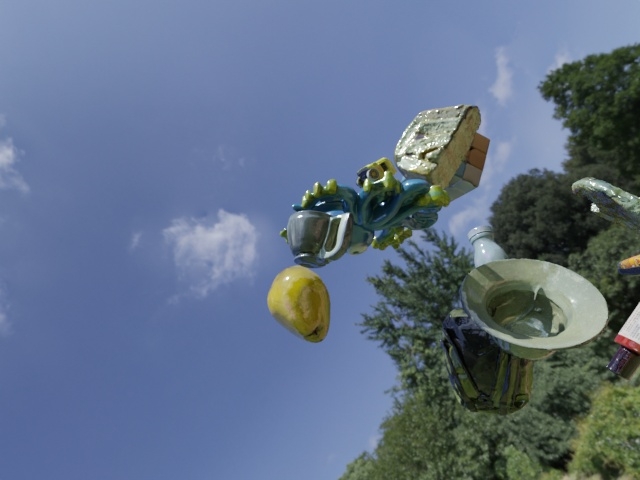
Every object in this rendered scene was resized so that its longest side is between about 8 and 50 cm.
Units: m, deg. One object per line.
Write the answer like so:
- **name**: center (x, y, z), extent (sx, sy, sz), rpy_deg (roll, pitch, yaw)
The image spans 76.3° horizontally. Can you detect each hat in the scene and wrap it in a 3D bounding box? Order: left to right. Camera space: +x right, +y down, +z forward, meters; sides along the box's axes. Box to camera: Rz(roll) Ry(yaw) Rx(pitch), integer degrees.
- **hat**: center (0.410, 0.160, 0.817), extent (0.257, 0.257, 0.130), rpy_deg (-33, -49, -30)

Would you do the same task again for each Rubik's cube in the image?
- **Rubik's cube**: center (0.742, -0.472, 2.440), extent (0.345, 0.346, 0.346), rpy_deg (-69, 12, -19)

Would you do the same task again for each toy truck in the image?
- **toy truck**: center (0.276, -0.196, 1.622), extent (0.157, 0.124, 0.272), rpy_deg (-35, -86, -20)

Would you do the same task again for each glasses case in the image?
- **glasses case**: center (1.150, 0.072, 1.368), extent (0.122, 0.082, 0.321), rpy_deg (-7, -11, -2)

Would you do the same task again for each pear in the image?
- **pear**: center (-0.073, 0.270, 1.754), extent (0.285, 0.336, 0.285), rpy_deg (-44, -21, -22)

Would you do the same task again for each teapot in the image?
- **teapot**: center (0.001, 0.004, 0.833), extent (0.111, 0.148, 0.109), rpy_deg (55, -143, -62)

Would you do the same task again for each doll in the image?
- **doll**: center (0.111, -0.040, 0.920), extent (0.345, 0.099, 0.341), rpy_deg (13, -28, -32)

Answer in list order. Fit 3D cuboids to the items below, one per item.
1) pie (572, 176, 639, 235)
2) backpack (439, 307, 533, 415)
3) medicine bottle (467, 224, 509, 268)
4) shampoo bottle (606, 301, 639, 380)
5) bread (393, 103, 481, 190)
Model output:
- **pie**: center (0.821, -0.071, 1.081), extent (0.302, 0.302, 0.067), rpy_deg (15, -62, -53)
- **backpack**: center (0.397, 0.287, 0.970), extent (0.139, 0.206, 0.254), rpy_deg (-5, -92, -54)
- **medicine bottle**: center (0.466, 0.067, 1.100), extent (0.090, 0.217, 0.091), rpy_deg (-7, -31, -4)
- **shampoo bottle**: center (0.913, 0.264, 1.145), extent (0.104, 0.104, 0.278), rpy_deg (25, -82, -54)
- **bread**: center (0.484, -0.421, 1.765), extent (0.239, 0.263, 0.396), rpy_deg (29, -90, -53)
